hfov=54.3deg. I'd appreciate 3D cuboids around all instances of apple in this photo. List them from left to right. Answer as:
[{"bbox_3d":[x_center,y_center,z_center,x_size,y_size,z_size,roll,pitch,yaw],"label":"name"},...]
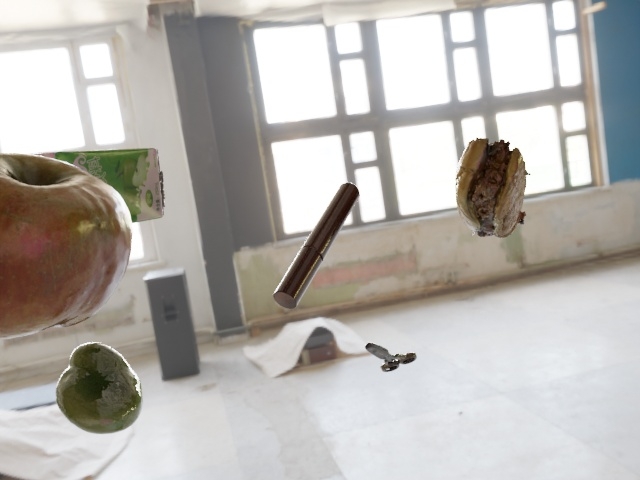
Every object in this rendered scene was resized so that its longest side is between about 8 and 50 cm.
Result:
[{"bbox_3d":[-0.406,0.017,0.835,0.277,0.250,0.309,10,13,-28],"label":"apple"}]

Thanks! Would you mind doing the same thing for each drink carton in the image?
[{"bbox_3d":[-0.451,-0.102,1.266,0.108,0.161,0.271,1,9,31],"label":"drink carton"}]

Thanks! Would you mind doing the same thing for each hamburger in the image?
[{"bbox_3d":[0.408,-0.115,1.502,0.155,0.282,0.245,18,25,26],"label":"hamburger"}]

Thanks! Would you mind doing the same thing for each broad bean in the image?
[{"bbox_3d":[-0.443,0.302,1.260,0.169,0.100,0.228,15,29,-18],"label":"broad bean"}]

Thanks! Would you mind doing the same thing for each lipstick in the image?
[{"bbox_3d":[0.000,0.000,1.346,0.057,0.057,0.356,-4,40,34],"label":"lipstick"}]

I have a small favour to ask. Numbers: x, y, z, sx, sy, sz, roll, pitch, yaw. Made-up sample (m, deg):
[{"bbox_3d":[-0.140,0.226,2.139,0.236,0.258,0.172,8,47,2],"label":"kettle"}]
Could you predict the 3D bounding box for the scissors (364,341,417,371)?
[{"bbox_3d":[0.140,0.245,1.332,0.088,0.017,0.220,-26,-29,16],"label":"scissors"}]
